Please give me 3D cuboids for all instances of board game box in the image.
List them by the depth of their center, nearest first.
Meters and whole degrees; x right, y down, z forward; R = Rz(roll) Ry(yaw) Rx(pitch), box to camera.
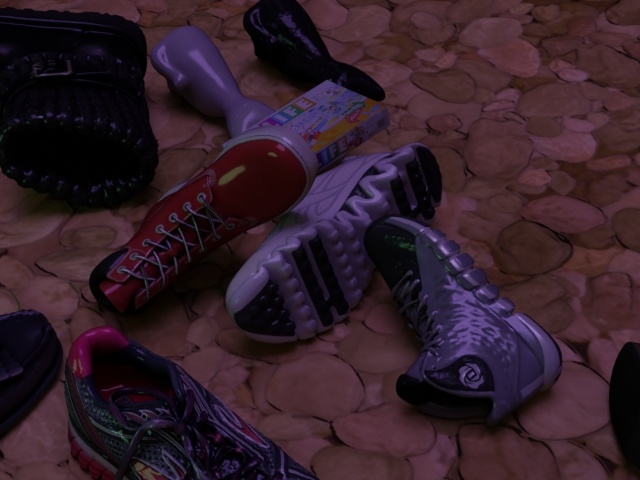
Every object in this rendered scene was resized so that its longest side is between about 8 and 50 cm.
[{"bbox_3d":[-0.015,-0.114,1.300,0.154,0.026,0.103,-35,41,-25],"label":"board game box"}]

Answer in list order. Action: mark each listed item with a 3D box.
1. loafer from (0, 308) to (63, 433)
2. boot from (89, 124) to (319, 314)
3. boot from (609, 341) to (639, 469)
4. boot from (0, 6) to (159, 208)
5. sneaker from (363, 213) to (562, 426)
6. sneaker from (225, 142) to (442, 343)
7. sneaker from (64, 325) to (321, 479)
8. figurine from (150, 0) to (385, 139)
[{"bbox_3d":[-0.350,0.137,1.020,0.109,0.095,0.302,31,49,32],"label":"loafer"},{"bbox_3d":[-0.116,-0.008,1.125,0.244,0.088,0.176,-28,17,46],"label":"boot"},{"bbox_3d":[0.314,0.197,0.942,0.115,0.112,0.305,9,37,-5],"label":"boot"},{"bbox_3d":[-0.354,-0.150,1.341,0.348,0.131,0.260,-5,42,-2],"label":"boot"},{"bbox_3d":[0.096,0.077,1.080,0.132,0.086,0.228,-37,64,-28],"label":"sneaker"},{"bbox_3d":[0.000,0.000,1.193,0.118,0.110,0.292,11,38,40],"label":"sneaker"},{"bbox_3d":[-0.101,0.177,0.958,0.299,0.112,0.121,26,46,27],"label":"sneaker"},{"bbox_3d":[-0.063,-0.190,1.428,0.215,0.092,0.209,-26,50,-26],"label":"figurine"}]
